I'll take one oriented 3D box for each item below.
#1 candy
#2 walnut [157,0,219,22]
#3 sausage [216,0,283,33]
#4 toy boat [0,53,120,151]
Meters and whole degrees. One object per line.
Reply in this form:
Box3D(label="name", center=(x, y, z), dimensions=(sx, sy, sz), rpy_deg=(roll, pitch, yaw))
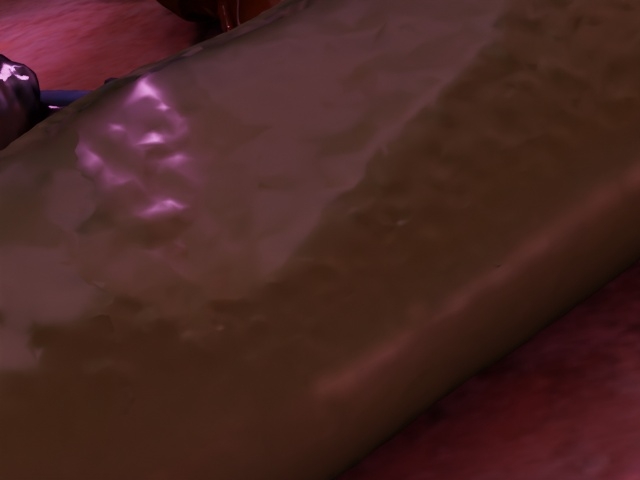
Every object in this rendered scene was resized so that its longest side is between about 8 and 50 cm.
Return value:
Box3D(label="candy", center=(0.000, 0.000, 0.555), dimensions=(0.343, 0.142, 0.132), rpy_deg=(-30, -16, -22))
Box3D(label="walnut", center=(-0.025, -0.172, 0.906), dimensions=(0.207, 0.115, 0.116), rpy_deg=(-2, 29, 41))
Box3D(label="sausage", center=(0.086, -0.145, 0.811), dimensions=(0.330, 0.102, 0.102), rpy_deg=(-32, 30, -29))
Box3D(label="toy boat", center=(-0.170, -0.039, 0.710), dimensions=(0.332, 0.133, 0.145), rpy_deg=(7, 34, 39))
